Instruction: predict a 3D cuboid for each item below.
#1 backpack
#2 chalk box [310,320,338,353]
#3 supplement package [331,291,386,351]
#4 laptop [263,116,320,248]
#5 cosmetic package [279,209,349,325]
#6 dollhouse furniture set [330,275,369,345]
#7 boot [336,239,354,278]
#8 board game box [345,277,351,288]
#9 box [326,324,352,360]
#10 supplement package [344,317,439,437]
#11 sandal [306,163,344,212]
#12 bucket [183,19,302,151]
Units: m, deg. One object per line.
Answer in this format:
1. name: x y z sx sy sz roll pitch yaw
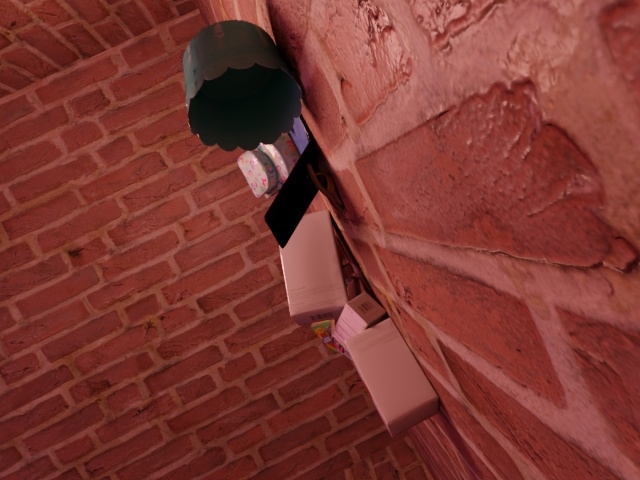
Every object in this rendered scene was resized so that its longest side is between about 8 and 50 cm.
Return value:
1. backpack: -0.189 -0.297 1.813 0.253 0.191 0.225 -21 98 51
2. chalk box: 0.082 0.406 2.341 0.289 0.180 0.179 51 -142 -25
3. supplement package: 0.129 0.285 1.590 0.105 0.105 0.179 42 136 24
4. laptop: -0.131 -0.236 1.448 0.236 0.408 0.382 29 170 9
5. cosmetic package: -0.027 0.099 1.720 0.156 0.217 0.385 70 -170 -64
6. dollhouse furniture set: 0.173 0.251 1.862 0.303 0.174 0.355 -94 18 -46
7. boot: 0.033 0.087 1.910 0.197 0.152 0.073 63 177 7
8. board game box: 0.178 0.303 2.250 0.243 0.042 0.165 64 176 -9
9. box: 0.162 0.447 2.110 0.247 0.163 0.142 15 133 64
10. supplement package: 0.225 0.433 1.472 0.293 0.175 0.177 60 174 36
11. sandal: 0.021 -0.154 1.310 0.180 0.049 0.072 49 -171 -27
12. bucket: -0.195 -0.368 1.115 0.281 0.281 0.183 71 -179 -63
